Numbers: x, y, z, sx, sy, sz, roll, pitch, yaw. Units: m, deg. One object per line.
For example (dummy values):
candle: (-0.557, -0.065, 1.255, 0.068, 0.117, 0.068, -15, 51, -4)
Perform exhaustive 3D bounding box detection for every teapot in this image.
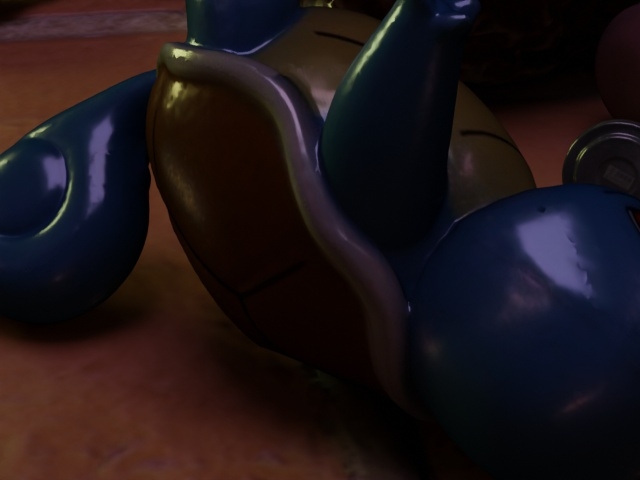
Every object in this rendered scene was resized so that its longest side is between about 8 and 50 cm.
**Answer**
teapot: (0.188, -0.036, 1.049, 0.088, 0.066, 0.057, 30, 17, 7)

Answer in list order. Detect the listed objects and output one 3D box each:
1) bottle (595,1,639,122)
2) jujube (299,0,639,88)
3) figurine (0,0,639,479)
bottle: (0.294, -0.130, 1.152, 0.253, 0.120, 0.120, -14, 32, -25)
jujube: (0.126, -0.216, 1.204, 0.317, 0.226, 0.226, -18, 34, -20)
figurine: (0.011, -0.035, 0.881, 0.416, 0.298, 0.243, 16, 66, 29)
